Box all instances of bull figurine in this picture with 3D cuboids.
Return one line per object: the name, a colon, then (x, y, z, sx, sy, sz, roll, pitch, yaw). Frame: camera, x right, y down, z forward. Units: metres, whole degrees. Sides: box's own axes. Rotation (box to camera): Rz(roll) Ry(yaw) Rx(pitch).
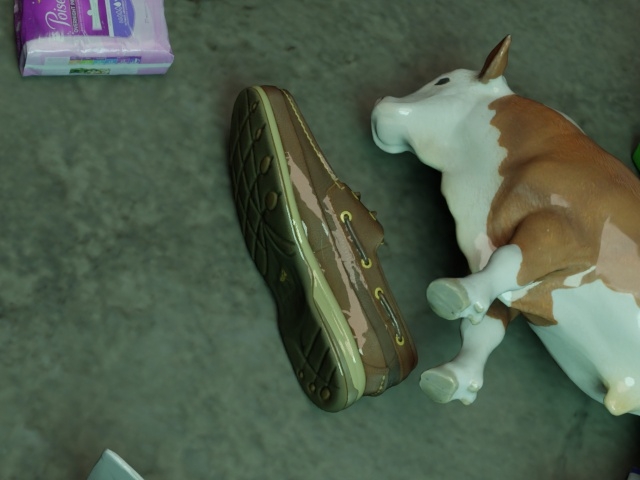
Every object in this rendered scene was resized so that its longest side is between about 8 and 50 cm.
bull figurine: (0.140, 0.032, 0.798, 0.310, 0.101, 0.188, 39, 50, 2)

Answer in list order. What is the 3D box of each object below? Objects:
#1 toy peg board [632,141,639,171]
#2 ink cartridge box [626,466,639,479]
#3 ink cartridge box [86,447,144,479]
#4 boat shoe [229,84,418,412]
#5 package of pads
toy peg board: (0.268, -0.065, 0.869, 0.161, 0.161, 0.079, -9, 57, -20)
ink cartridge box: (0.252, 0.265, 0.700, 0.304, 0.072, 0.307, 18, 32, 13)
ink cartridge box: (-0.059, 0.185, 0.693, 0.180, 0.104, 0.060, 43, 65, 3)
boat shoe: (0.000, 0.000, 0.811, 0.060, 0.064, 0.178, -15, 80, -27)
package of pads: (-0.124, -0.117, 0.833, 0.083, 0.032, 0.050, -3, 67, -18)
